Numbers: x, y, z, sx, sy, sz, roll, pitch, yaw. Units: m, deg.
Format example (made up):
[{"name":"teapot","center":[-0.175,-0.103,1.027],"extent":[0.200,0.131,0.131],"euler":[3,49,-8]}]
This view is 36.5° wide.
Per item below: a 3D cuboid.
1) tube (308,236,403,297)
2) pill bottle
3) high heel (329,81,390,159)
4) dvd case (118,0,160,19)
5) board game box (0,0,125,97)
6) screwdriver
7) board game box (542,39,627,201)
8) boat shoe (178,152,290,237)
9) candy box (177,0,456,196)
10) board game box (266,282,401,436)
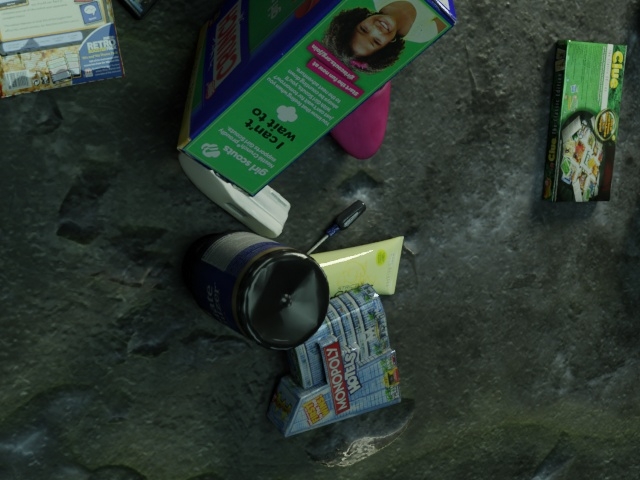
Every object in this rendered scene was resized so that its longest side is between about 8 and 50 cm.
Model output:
[{"name":"tube","center":[0.025,0.046,1.381],"extent":[0.240,0.070,0.062],"euler":[-6,64,-39]},{"name":"pill bottle","center":[-0.090,0.053,1.222],"extent":[0.122,0.219,0.123],"euler":[-6,102,-29]},{"name":"high heel","center":[0.059,-0.284,1.265],"extent":[0.127,0.181,0.377],"euler":[-21,109,-25]},{"name":"dvd case","center":[-0.199,-0.421,1.181],"extent":[0.253,0.022,0.180],"euler":[-51,120,-13]},{"name":"board game box","center":[-0.315,-0.273,1.112],"extent":[0.146,0.045,0.194],"euler":[-14,111,-22]},{"name":"screwdriver","center":[0.000,0.000,1.381],"extent":[0.170,0.024,0.025],"euler":[-40,146,-16]},{"name":"board game box","center":[0.433,-0.193,1.593],"extent":[0.136,0.030,0.260],"euler":[-1,100,-28]},{"name":"boat shoe","center":[-0.108,-0.076,1.281],"extent":[0.184,0.066,0.063],"euler":[39,66,-28]},{"name":"candy box","center":[-0.012,-0.243,1.105],"extent":[0.122,0.268,0.317],"euler":[33,123,-27]},{"name":"board game box","center":[0.012,0.186,1.382],"extent":[0.194,0.060,0.194],"euler":[-25,126,-21]}]
